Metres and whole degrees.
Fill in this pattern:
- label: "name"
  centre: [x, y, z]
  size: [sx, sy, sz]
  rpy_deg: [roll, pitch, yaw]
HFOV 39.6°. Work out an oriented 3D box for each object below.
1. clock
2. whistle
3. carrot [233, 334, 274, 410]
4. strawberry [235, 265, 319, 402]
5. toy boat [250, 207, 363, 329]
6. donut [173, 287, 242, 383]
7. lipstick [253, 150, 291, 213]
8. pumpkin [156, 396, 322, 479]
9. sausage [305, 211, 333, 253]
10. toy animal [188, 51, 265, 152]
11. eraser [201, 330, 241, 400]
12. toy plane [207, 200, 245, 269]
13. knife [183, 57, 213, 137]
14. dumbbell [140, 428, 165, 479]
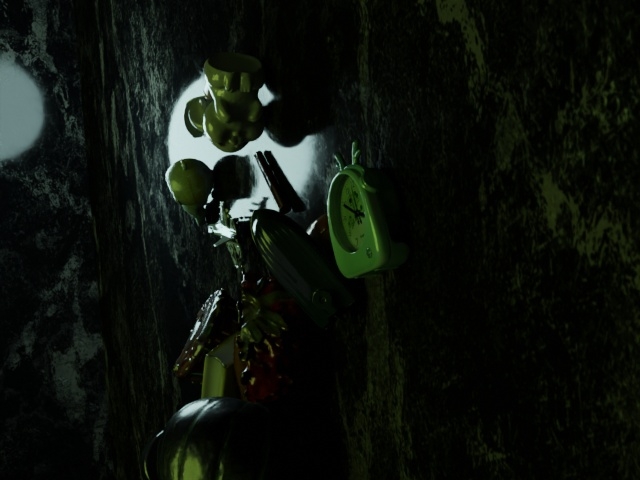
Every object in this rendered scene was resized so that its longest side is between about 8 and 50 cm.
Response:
- label: "clock"
  centre: [0.068, -0.050, 1.406]
  size: [0.159, 0.066, 0.211]
  rpy_deg: [158, 104, -64]
- label: "whistle"
  centre: [-0.306, -0.120, 2.178]
  size: [0.223, 0.122, 0.123]
  rpy_deg: [79, 167, -52]
- label: "carrot"
  centre: [-0.147, 0.308, 1.890]
  size: [0.336, 0.069, 0.069]
  rpy_deg: [80, 164, -48]
- label: "strawberry"
  centre: [-0.075, 0.212, 1.702]
  size: [0.253, 0.150, 0.280]
  rpy_deg: [-92, -4, -56]
- label: "toy boat"
  centre: [-0.033, 0.042, 1.521]
  size: [0.246, 0.093, 0.103]
  rpy_deg: [49, -169, 0]
- label: "donut"
  centre: [-0.247, 0.223, 2.050]
  size: [0.216, 0.096, 0.230]
  rpy_deg: [-45, 21, 49]
- label: "lipstick"
  centre: [-0.100, -0.122, 1.797]
  size: [0.027, 0.027, 0.176]
  rpy_deg: [107, 147, -43]
- label: "pumpkin"
  centre: [-0.156, 0.434, 1.734]
  size: [0.323, 0.323, 0.241]
  rpy_deg: [-16, 60, 65]
- label: "sausage"
  centre: [0.000, 0.001, 1.578]
  size: [0.169, 0.065, 0.065]
  rpy_deg: [-49, 53, 58]
- label: "toy animal"
  centre: [-0.187, -0.287, 1.814]
  size: [0.179, 0.127, 0.193]
  rpy_deg: [-119, 31, -42]
- label: "eraser"
  centre: [-0.192, 0.310, 1.959]
  size: [0.069, 0.158, 0.226]
  rpy_deg: [26, 126, 23]
- label: "toy plane"
  centre: [-0.211, -0.020, 2.020]
  size: [0.234, 0.082, 0.160]
  rpy_deg: [-134, 30, -74]
- label: "knife"
  centre: [-0.265, -0.313, 2.027]
  size: [0.336, 0.081, 0.043]
  rpy_deg: [128, 132, -57]
- label: "dumbbell"
  centre: [-0.339, 0.567, 2.302]
  size: [0.322, 0.203, 0.204]
  rpy_deg: [-37, 63, 62]
